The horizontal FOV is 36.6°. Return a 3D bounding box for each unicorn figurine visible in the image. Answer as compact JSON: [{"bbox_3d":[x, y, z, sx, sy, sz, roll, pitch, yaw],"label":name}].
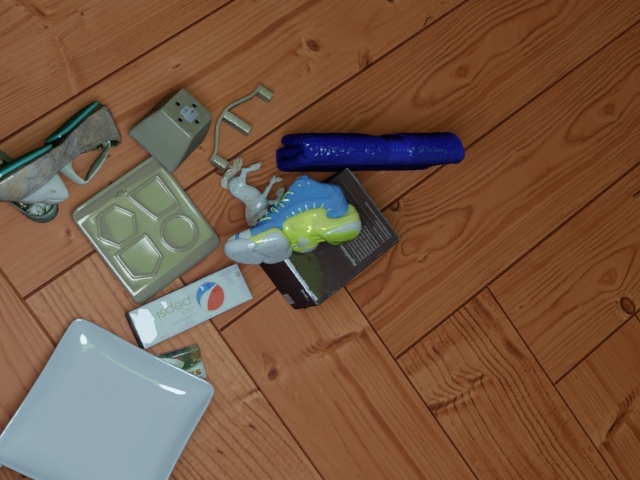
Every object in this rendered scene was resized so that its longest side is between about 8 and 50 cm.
[{"bbox_3d":[-0.121,-0.084,1.791,0.162,0.060,0.111,31,66,34],"label":"unicorn figurine"}]

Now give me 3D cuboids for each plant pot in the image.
[{"bbox_3d":[-0.259,-0.208,1.739,0.109,0.096,0.109,43,51,-8],"label":"plant pot"}]

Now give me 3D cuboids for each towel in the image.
[{"bbox_3d":[0.086,-0.171,1.794,0.309,0.228,0.076,-2,90,-17],"label":"towel"}]

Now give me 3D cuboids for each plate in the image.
[{"bbox_3d":[-0.361,0.308,1.633,0.277,0.045,0.278,27,64,1],"label":"plate"}]

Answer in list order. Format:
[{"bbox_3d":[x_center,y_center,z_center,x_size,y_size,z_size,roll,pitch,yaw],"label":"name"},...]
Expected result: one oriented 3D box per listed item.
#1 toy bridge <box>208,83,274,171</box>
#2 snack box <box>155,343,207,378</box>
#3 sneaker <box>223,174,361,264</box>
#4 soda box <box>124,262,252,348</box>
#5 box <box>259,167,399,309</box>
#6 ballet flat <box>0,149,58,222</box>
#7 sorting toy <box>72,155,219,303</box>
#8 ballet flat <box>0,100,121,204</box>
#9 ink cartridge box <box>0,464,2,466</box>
[{"bbox_3d":[-0.159,-0.222,1.825,0.063,0.026,0.188,32,72,-5],"label":"toy bridge"},{"bbox_3d":[-0.297,0.240,1.734,0.178,0.022,0.064,-15,90,-19],"label":"snack box"},{"bbox_3d":[-0.056,-0.038,1.646,0.240,0.091,0.126,-10,66,-16],"label":"sneaker"},{"bbox_3d":[-0.237,0.117,1.743,0.216,0.069,0.073,-25,92,-19],"label":"soda box"},{"bbox_3d":[0.000,0.000,1.778,0.203,0.168,0.167,-38,95,-18],"label":"box"},{"bbox_3d":[-0.543,-0.109,1.670,0.213,0.068,0.072,37,76,-11],"label":"ballet flat"},{"bbox_3d":[-0.314,-0.020,1.754,0.193,0.038,0.208,-38,100,-18],"label":"sorting toy"},{"bbox_3d":[-0.445,-0.127,1.642,0.316,0.108,0.106,-47,115,-41],"label":"ballet flat"},{"bbox_3d":[-0.596,0.350,1.581,0.090,0.092,0.143,-32,95,-36],"label":"ink cartridge box"}]
